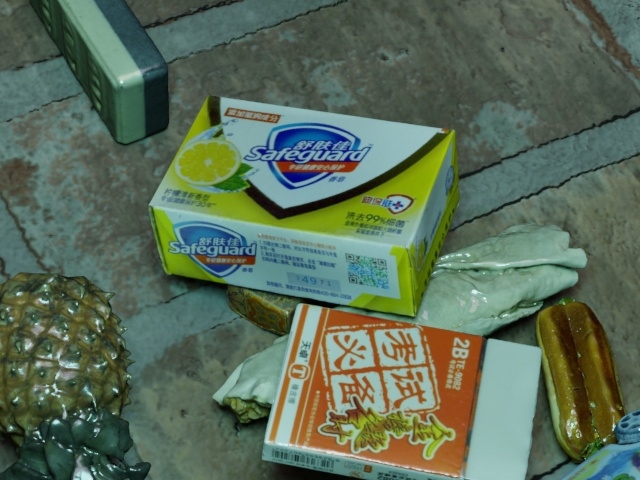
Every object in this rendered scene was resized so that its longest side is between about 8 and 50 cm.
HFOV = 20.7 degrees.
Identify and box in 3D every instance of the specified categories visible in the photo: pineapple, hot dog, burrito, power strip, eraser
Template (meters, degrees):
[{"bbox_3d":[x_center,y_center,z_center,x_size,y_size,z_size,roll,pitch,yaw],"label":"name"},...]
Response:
[{"bbox_3d":[-0.223,0.201,1.540,0.166,0.165,0.364,-10,58,-11],"label":"pineapple"},{"bbox_3d":[0.249,0.138,1.680,0.072,0.055,0.188,-4,55,-4],"label":"hot dog"},{"bbox_3d":[0.085,0.082,1.685,0.392,0.076,0.117,-25,32,-22],"label":"burrito"},{"bbox_3d":[-0.244,-0.226,1.873,0.070,0.105,0.256,-21,58,-19],"label":"power strip"},{"bbox_3d":[0.075,0.144,1.562,0.230,0.038,0.157,10,50,4],"label":"eraser"}]

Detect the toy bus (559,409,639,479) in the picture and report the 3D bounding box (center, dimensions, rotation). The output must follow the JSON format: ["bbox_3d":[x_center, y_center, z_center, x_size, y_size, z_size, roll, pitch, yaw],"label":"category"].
[{"bbox_3d":[0.265,0.249,1.535,0.330,0.109,0.136,-32,21,-24],"label":"toy bus"}]

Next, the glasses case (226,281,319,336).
[{"bbox_3d":[0.000,0.000,1.762,0.075,0.049,0.218,28,57,21],"label":"glasses case"}]

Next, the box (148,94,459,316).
[{"bbox_3d":[-0.013,-0.037,1.691,0.265,0.097,0.168,11,50,18],"label":"box"}]
